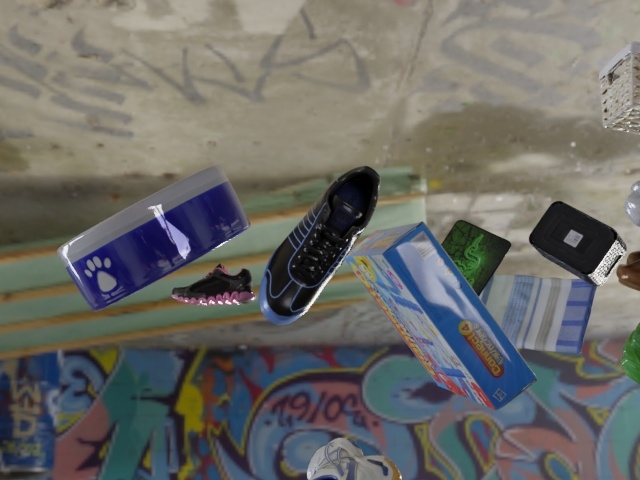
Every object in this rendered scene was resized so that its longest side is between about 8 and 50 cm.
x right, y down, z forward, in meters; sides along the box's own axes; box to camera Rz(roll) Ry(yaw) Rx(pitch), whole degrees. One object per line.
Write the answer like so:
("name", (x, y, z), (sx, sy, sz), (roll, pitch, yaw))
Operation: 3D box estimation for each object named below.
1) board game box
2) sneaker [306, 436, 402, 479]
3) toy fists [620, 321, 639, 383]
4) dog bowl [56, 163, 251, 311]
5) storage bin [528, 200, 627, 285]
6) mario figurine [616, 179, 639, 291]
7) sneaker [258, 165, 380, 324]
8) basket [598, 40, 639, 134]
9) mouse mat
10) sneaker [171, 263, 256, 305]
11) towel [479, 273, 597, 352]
("board game box", (0.188, 0.121, 1.505), (0.086, 0.308, 0.302), (-37, -176, -9))
("sneaker", (0.020, 0.400, 1.485), (0.131, 0.111, 0.296), (-12, 176, -23))
("toy fists", (0.642, 0.167, 1.608), (0.142, 0.096, 0.279), (25, 135, 13))
("dog bowl", (-0.237, -0.004, 1.292), (0.265, 0.104, 0.265), (-29, -175, 3))
("storage bin", (0.579, 0.006, 2.016), (0.180, 0.122, 0.084), (35, -179, 39))
("mario figurine", (0.457, -0.098, 1.171), (0.170, 0.320, 0.198), (13, -165, -12))
("sneaker", (0.000, 0.000, 1.137), (0.081, 0.232, 0.090), (32, 161, -6))
("basket", (0.527, -0.224, 1.375), (0.167, 0.103, 0.113), (8, 163, -7))
("mouse mat", (0.339, 0.049, 2.096), (0.153, 0.189, 0.007), (27, 164, 30))
("sneaker", (-0.147, 0.061, 1.232), (0.119, 0.057, 0.047), (-3, 173, 9))
("towel", (0.503, 0.168, 2.149), (0.285, 0.209, 0.034), (3, 144, 31))
